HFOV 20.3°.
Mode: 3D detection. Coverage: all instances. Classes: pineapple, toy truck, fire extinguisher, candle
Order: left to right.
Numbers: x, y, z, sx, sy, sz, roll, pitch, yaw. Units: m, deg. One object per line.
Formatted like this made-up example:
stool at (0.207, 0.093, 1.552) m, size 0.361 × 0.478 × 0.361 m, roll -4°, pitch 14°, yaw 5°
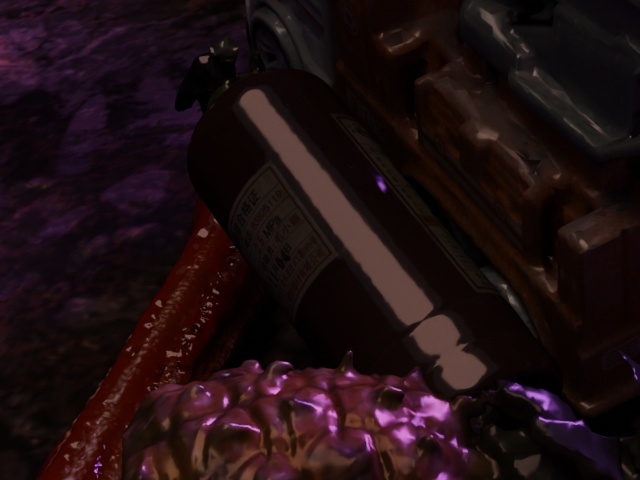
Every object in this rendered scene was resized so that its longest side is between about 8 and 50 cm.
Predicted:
candle at (-0.051, 0.026, 0.774) m, size 0.051 × 0.048 × 0.329 m, roll 7°, pitch 39°, yaw 20°
fire extinguisher at (0.000, 0.000, 0.712) m, size 0.071 × 0.099 × 0.231 m, roll -25°, pitch 55°, yaw -21°
toy truck at (0.064, -0.104, 0.744) m, size 0.133 × 0.184 × 0.338 m, roll -25°, pitch 47°, yaw -16°
pineapple at (0.063, 0.092, 0.562) m, size 0.248 × 0.128 × 0.128 m, roll -5°, pitch 33°, yaw 9°
